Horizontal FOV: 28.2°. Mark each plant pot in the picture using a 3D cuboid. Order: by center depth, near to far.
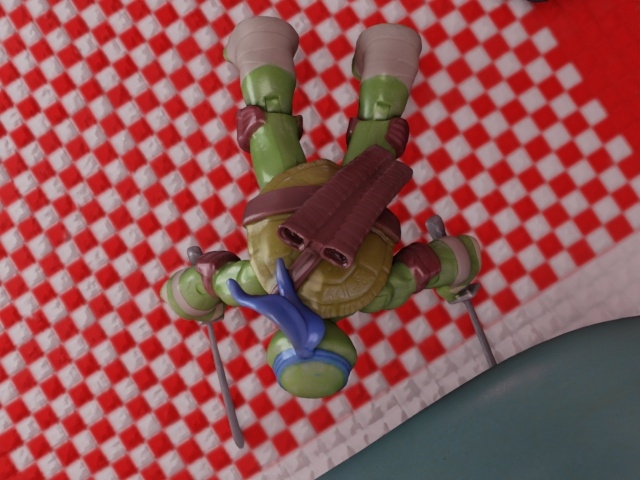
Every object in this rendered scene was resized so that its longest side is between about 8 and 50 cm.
[{"bbox_3d":[0.172,0.181,0.722,0.235,0.293,0.293,-41,82,11],"label":"plant pot"}]

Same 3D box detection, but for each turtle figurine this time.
[{"bbox_3d":[0.000,0.000,0.871,0.197,0.274,0.266,-11,63,28],"label":"turtle figurine"}]

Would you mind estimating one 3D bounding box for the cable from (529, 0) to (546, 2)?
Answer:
[{"bbox_3d":[0.165,-0.253,0.895,0.184,0.047,0.150,-40,82,3],"label":"cable"}]
